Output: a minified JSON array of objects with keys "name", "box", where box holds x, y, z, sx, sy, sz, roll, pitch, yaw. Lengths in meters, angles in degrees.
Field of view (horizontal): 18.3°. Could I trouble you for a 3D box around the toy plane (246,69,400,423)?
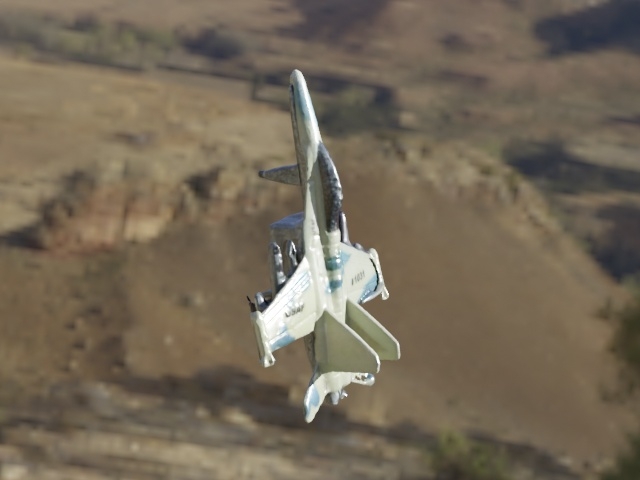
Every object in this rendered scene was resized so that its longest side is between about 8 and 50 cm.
[{"name":"toy plane","box":[-0.009,0.001,1.530,0.088,0.262,0.192,-11,8,33]}]
